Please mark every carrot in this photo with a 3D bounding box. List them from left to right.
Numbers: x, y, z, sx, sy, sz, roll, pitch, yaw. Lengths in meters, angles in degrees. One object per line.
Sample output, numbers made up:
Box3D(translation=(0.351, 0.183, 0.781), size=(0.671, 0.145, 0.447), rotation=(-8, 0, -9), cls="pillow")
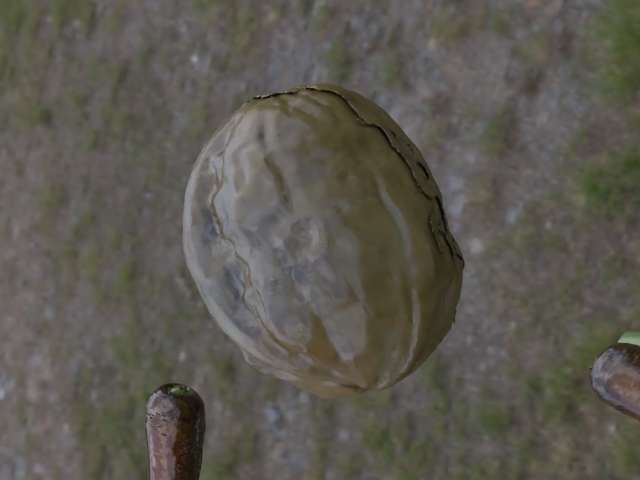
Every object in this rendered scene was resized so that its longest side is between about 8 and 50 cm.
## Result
Box3D(translation=(-0.130, 0.205, 1.282), size=(0.055, 0.055, 0.161), rotation=(34, 126, 58), cls="carrot")
Box3D(translation=(0.156, 0.075, 0.613), size=(0.093, 0.032, 0.032), rotation=(35, 114, 22), cls="carrot")

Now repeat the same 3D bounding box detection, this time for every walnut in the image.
Box3D(translation=(0.000, 0.000, 1.046), size=(0.198, 0.198, 0.245), rotation=(-42, 66, 46), cls="walnut")

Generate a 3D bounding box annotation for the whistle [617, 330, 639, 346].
Box3D(translation=(0.316, 0.084, 0.786), size=(0.294, 0.141, 0.141), rotation=(30, 108, 28), cls="whistle")
